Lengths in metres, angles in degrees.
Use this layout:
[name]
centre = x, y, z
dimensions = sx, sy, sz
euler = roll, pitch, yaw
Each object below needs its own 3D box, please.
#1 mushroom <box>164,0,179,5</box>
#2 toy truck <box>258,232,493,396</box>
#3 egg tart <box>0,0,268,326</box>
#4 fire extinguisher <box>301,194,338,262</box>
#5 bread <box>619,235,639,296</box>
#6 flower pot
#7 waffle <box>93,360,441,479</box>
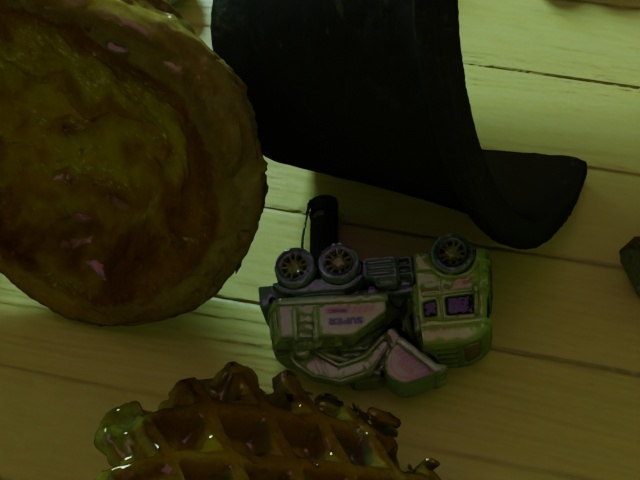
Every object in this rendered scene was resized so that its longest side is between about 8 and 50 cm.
[mushroom]
centre = -0.163, -0.268, 1.442
dimensions = 0.084, 0.067, 0.083
euler = 1, 54, -2
[toy truck]
centre = 0.048, 0.068, 1.184
dimensions = 0.191, 0.085, 0.116
euler = -5, 65, 3
[egg tart]
centre = -0.183, -0.090, 1.189
dimensions = 0.341, 0.341, 0.129
euler = 15, 39, 15
[fire extinguisher]
centre = 0.000, 0.000, 1.267
dimensions = 0.038, 0.025, 0.083
euler = 12, 55, -18
[bread]
centre = 0.312, 0.010, 1.214
dimensions = 0.110, 0.060, 0.066
euler = -19, 27, -9
[flower pot]
centre = 0.063, -0.182, 1.219
dimensions = 0.251, 0.379, 0.379
euler = 1, 54, 27
[waffle]
centre = -0.008, 0.201, 1.015
dimensions = 0.325, 0.068, 0.302
euler = 35, 30, 3
